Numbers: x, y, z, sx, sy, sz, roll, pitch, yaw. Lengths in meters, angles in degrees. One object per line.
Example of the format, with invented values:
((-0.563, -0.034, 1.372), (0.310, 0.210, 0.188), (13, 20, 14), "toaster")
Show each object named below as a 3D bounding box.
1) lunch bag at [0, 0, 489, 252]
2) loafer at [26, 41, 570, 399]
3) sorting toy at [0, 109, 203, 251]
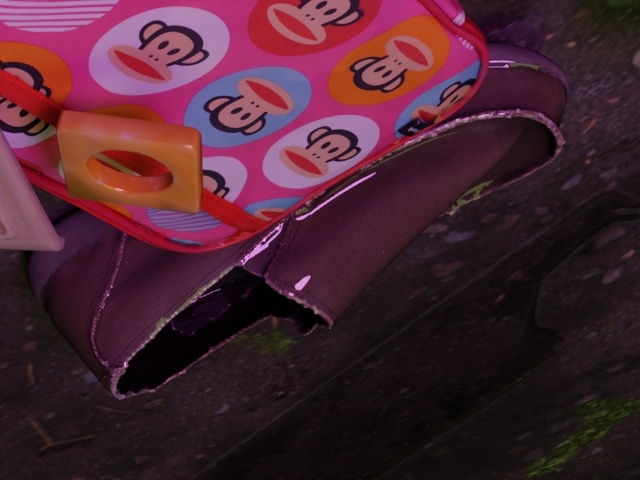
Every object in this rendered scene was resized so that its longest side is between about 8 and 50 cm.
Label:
((-0.082, -0.105, 0.766), (0.258, 0.120, 0.293), (-30, 149, 20), "lunch bag")
((0.000, 0.000, 0.985), (0.365, 0.130, 0.134), (-26, 152, 5), "loafer")
((-0.224, -0.034, 0.686), (0.347, 0.047, 0.196), (2, 152, 11), "sorting toy")
